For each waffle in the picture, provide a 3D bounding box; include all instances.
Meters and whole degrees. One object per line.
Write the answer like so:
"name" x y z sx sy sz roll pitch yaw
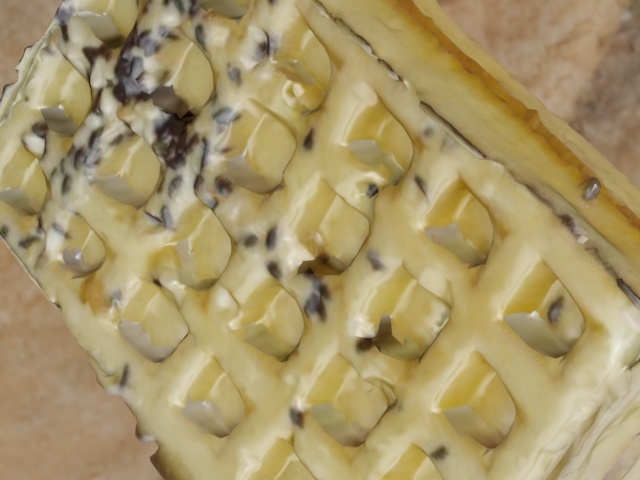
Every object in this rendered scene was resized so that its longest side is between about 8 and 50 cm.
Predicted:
"waffle" 0.000 0.000 0.851 0.114 0.376 0.261 -6 138 -48
